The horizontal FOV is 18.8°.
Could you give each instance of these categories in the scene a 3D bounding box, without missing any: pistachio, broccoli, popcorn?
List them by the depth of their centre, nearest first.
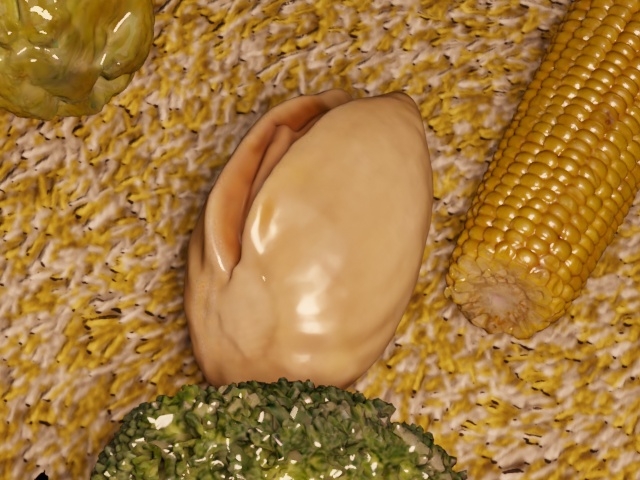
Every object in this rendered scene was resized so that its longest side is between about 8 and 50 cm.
[{"bbox_3d":[-0.036,0.251,1.499,0.375,0.249,0.302,21,90,-39],"label":"broccoli"},{"bbox_3d":[0.000,0.000,1.635,0.193,0.214,0.318,3,50,36],"label":"pistachio"},{"bbox_3d":[-0.250,-0.186,1.663,0.198,0.212,0.198,40,30,-30],"label":"popcorn"}]

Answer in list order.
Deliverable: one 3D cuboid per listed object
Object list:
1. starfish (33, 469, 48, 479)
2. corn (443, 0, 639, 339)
[{"bbox_3d":[-0.247,0.300,1.531,0.213,0.057,0.238,24,77,-7],"label":"starfish"},{"bbox_3d":[0.237,-0.090,1.737,0.144,0.144,0.387,28,65,0],"label":"corn"}]
